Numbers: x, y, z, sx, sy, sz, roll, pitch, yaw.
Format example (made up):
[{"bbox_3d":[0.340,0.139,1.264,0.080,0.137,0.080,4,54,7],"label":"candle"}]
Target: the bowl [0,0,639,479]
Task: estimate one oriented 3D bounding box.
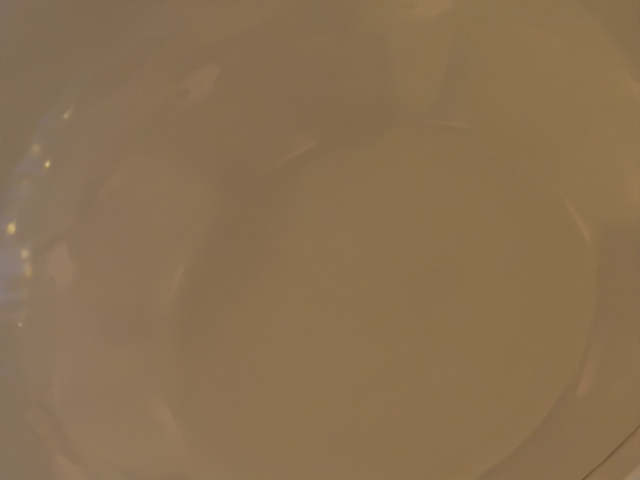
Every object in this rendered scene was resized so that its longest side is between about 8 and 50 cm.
[{"bbox_3d":[0.000,0.000,0.540,0.298,0.134,0.298,-10,-124,16],"label":"bowl"}]
